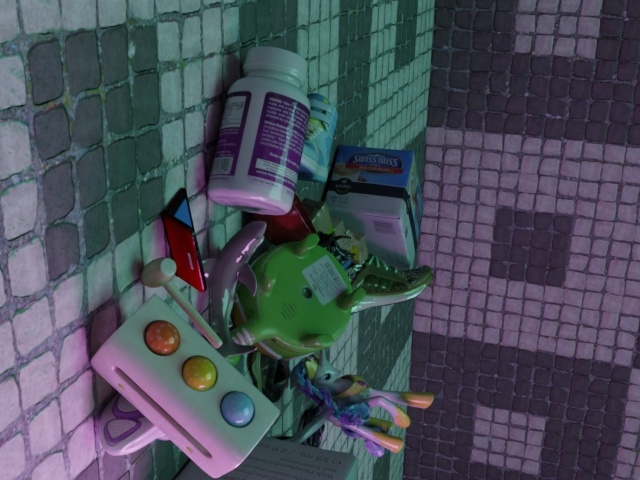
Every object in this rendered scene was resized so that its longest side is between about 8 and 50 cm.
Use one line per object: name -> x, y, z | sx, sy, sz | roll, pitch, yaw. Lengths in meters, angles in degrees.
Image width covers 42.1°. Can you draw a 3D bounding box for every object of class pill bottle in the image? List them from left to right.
pill bottle -> -0.111, -0.212, 1.616 | 0.169, 0.169, 0.302 | 36, 64, -71

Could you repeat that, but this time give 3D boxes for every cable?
cable -> -0.029, 0.574, 2.469 | 0.184, 0.047, 0.151 | -23, 124, -73

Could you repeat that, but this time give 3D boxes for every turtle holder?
turtle holder -> -0.080, 0.160, 1.761 | 0.227, 0.243, 0.320 | -31, -148, 50

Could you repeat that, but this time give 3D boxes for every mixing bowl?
mixing bowl -> -0.088, -0.054, 1.830 | 0.181, 0.098, 0.181 | 60, 6, -10

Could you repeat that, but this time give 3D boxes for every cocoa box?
cocoa box -> 0.166, -0.091, 2.463 | 0.347, 0.231, 0.228 | 68, 33, -59

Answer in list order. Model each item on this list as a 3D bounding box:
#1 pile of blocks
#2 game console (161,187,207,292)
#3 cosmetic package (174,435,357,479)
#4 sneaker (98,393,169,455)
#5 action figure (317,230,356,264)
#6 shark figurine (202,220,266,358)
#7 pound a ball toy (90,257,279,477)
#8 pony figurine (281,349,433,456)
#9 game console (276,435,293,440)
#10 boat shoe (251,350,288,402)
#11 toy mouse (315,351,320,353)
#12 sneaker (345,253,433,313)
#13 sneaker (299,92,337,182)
pile of blocks -> 0.000, 0.000, 2.180 | 0.362, 0.112, 0.149 | 34, 77, -58
game console -> -0.227, -0.001, 1.489 | 0.085, 0.124, 0.144 | -34, 136, -32
cosmetic package -> -0.135, 0.633, 1.647 | 0.394, 0.329, 0.328 | -46, 141, -63
sneaker -> -0.269, 0.301, 1.427 | 0.305, 0.114, 0.152 | -42, 136, -64
action figure -> -0.030, 0.057, 1.962 | 0.164, 0.141, 0.276 | 2, 132, -38
shark figurine -> -0.198, 0.094, 1.608 | 0.116, 0.166, 0.278 | 15, 81, -39
pound a ball toy -> -0.201, 0.182, 1.314 | 0.208, 0.319, 0.136 | -48, -176, -40
pony figurine -> 0.043, 0.409, 2.076 | 0.351, 0.363, 0.303 | -48, -159, 43
game console -> -0.126, 0.701, 2.199 | 0.213, 0.043, 0.362 | 35, 65, -71
boat shoe -> -0.115, 0.332, 2.010 | 0.224, 0.073, 0.080 | 79, 22, -49
toy mouse -> -0.017, 0.372, 2.420 | 0.143, 0.031, 0.161 | 40, 60, -70
sneaker -> 0.146, 0.095, 2.370 | 0.410, 0.158, 0.182 | -12, 96, -29
sneaker -> -0.042, -0.250, 1.911 | 0.319, 0.127, 0.208 | 13, 87, -83
